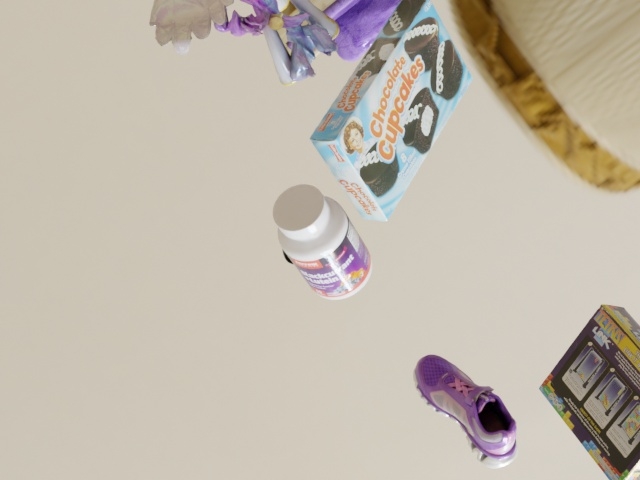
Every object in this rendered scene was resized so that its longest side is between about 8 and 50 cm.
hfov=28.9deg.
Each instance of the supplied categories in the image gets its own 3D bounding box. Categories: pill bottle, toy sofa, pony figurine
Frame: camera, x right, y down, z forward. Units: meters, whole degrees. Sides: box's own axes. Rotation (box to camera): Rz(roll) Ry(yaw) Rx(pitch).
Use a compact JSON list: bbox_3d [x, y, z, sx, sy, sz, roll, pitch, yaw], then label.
[{"bbox_3d":[0.000,0.000,1.844,0.193,0.108,0.108,56,-165,-53],"label":"pill bottle"},{"bbox_3d":[0.082,-0.429,2.134,0.177,0.362,0.150,49,-138,-10],"label":"toy sofa"},{"bbox_3d":[-0.094,-0.411,1.902,0.363,0.302,0.351,54,-159,-50],"label":"pony figurine"}]

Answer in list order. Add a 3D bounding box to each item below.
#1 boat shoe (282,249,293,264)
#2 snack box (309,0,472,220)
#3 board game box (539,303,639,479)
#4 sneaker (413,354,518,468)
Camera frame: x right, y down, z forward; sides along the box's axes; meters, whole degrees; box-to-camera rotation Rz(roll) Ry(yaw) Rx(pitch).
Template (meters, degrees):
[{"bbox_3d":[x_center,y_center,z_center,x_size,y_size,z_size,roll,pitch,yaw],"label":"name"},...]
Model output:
[{"bbox_3d":[-0.036,-0.017,1.999,0.049,0.133,0.042,20,-134,16],"label":"boat shoe"},{"bbox_3d":[0.119,-0.212,1.976,0.322,0.060,0.187,-58,-47,-26],"label":"snack box"},{"bbox_3d":[0.351,0.182,1.450,0.048,0.141,0.170,12,-148,-39],"label":"board game box"},{"bbox_3d":[0.258,0.277,2.137,0.095,0.104,0.236,-33,-115,-23],"label":"sneaker"}]
